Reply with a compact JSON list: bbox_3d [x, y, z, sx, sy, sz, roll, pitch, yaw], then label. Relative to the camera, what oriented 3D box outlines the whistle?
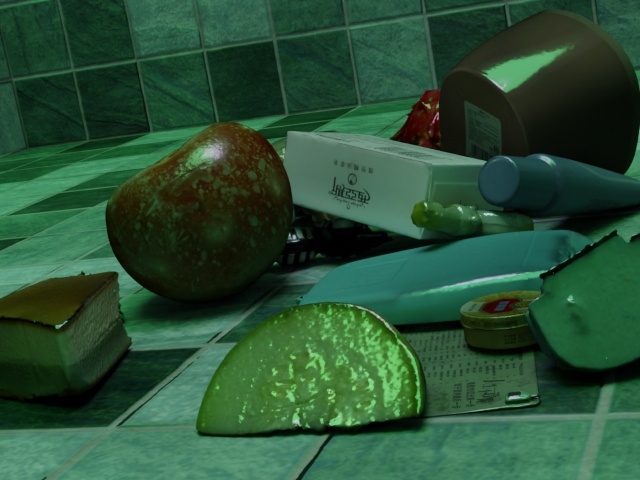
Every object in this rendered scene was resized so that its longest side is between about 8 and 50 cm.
[{"bbox_3d":[0.203,-0.017,1.551,0.198,0.057,0.104,7,-5,-38],"label":"whistle"}]

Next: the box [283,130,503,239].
[{"bbox_3d":[0.106,-0.084,1.699,0.274,0.116,0.203,17,13,38],"label":"box"}]

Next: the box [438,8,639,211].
[{"bbox_3d":[0.336,-0.194,1.840,0.216,0.301,0.301,-27,19,-22],"label":"box"}]

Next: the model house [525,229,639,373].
[{"bbox_3d":[0.284,0.072,1.158,0.148,0.119,0.149,-32,-12,1],"label":"model house"}]

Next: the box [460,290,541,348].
[{"bbox_3d":[0.203,0.085,1.242,0.105,0.037,0.105,-9,11,2],"label":"box"}]

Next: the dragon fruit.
[{"bbox_3d":[0.245,-0.190,2.099,0.268,0.210,0.205,-12,-7,18],"label":"dragon fruit"}]

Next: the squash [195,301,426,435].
[{"bbox_3d":[0.017,0.143,1.195,0.236,0.155,0.204,-6,51,19],"label":"squash"}]

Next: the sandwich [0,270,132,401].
[{"bbox_3d":[-0.299,0.109,1.379,0.220,0.108,0.186,-1,16,43],"label":"sandwich"}]

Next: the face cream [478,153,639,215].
[{"bbox_3d":[0.364,-0.075,1.664,0.135,0.086,0.385,2,0,43],"label":"face cream"}]

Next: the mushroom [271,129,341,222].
[{"bbox_3d":[-0.013,-0.109,1.994,0.266,0.164,0.189,-13,14,-12],"label":"mushroom"}]

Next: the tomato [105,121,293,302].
[{"bbox_3d":[-0.160,-0.028,1.623,0.270,0.223,0.270,-31,4,2],"label":"tomato"}]

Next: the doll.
[{"bbox_3d":[0.000,0.000,1.730,0.219,0.067,0.091,-6,1,10],"label":"doll"}]

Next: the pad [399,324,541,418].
[{"bbox_3d":[0.144,0.127,1.198,0.159,0.009,0.265,-8,12,10],"label":"pad"}]

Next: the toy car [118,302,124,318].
[{"bbox_3d":[-0.333,0.108,1.584,0.121,0.035,0.059,-23,16,-17],"label":"toy car"}]

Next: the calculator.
[{"bbox_3d":[0.150,0.050,1.435,0.386,0.055,0.256,-9,12,18],"label":"calculator"}]
